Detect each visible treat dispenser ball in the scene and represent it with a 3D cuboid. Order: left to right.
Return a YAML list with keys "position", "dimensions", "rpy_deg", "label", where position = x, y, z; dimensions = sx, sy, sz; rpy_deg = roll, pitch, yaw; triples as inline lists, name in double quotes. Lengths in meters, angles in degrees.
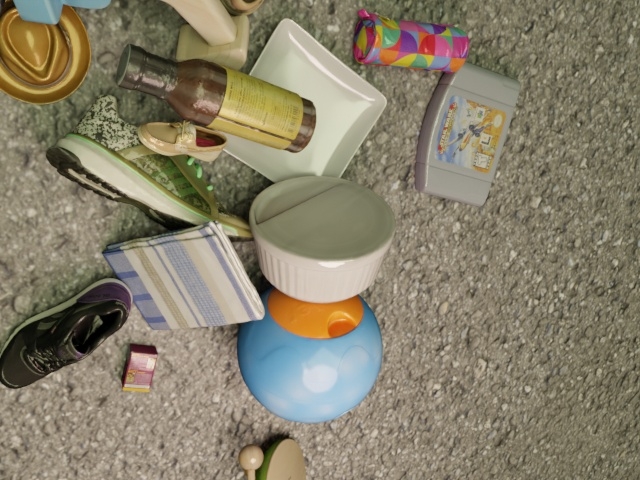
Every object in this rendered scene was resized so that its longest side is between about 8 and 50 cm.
- position: [-0.021, 0.213, 1.223]
  dimensions: [0.288, 0.288, 0.289]
  rpy_deg: [-6, 106, -21]
  label: "treat dispenser ball"

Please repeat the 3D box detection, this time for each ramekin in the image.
- position: [0.000, 0.000, 1.159]
  dimensions: [0.272, 0.273, 0.127]
  rpy_deg: [-11, 131, -19]
  label: "ramekin"

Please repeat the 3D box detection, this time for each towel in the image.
- position: [-0.252, 0.072, 1.131]
  dimensions: [0.209, 0.284, 0.034]
  rpy_deg: [65, 34, -23]
  label: "towel"

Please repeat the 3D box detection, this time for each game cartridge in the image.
- position: [0.319, -0.236, 1.375]
  dimensions: [0.198, 0.062, 0.298]
  rpy_deg: [10, 100, -28]
  label: "game cartridge"

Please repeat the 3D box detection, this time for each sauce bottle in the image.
- position: [-0.172, -0.247, 1.067]
  dimensions: [0.344, 0.111, 0.112]
  rpy_deg: [15, 98, -33]
  label: "sauce bottle"

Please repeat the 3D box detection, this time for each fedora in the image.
- position: [-0.471, -0.320, 1.011]
  dimensions: [0.194, 0.079, 0.195]
  rpy_deg: [-6, 107, -21]
  label: "fedora"

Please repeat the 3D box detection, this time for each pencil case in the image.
- position: [0.182, -0.399, 1.249]
  dimensions: [0.236, 0.104, 0.105]
  rpy_deg: [1, 104, -24]
  label: "pencil case"

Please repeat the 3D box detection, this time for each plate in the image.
- position: [-0.042, -0.243, 1.227]
  dimensions: [0.277, 0.045, 0.278]
  rpy_deg: [32, 91, -25]
  label: "plate"

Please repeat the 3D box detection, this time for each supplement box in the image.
- position: [-0.361, 0.254, 1.230]
  dimensions: [0.054, 0.043, 0.083]
  rpy_deg: [12, 100, -24]
  label: "supplement box"

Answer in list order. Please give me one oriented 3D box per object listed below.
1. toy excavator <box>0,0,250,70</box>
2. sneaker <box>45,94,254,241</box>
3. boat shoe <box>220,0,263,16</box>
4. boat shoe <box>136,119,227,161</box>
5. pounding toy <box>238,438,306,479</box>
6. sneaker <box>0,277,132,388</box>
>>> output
- position: [-0.325, -0.418, 0.916]
  dimensions: [0.444, 0.433, 0.223]
  rpy_deg: [7, 68, -6]
  label: "toy excavator"
- position: [-0.265, -0.125, 1.125]
  dimensions: [0.410, 0.158, 0.182]
  rpy_deg: [30, 74, -31]
  label: "sneaker"
- position: [-0.077, -0.561, 1.090]
  dimensions: [0.121, 0.110, 0.341]
  rpy_deg: [19, 96, -25]
  label: "boat shoe"
- position: [-0.236, -0.183, 1.078]
  dimensions: [0.170, 0.059, 0.063]
  rpy_deg: [2, 62, -50]
  label: "boat shoe"
- position: [-0.131, 0.530, 1.356]
  dimensions: [0.237, 0.110, 0.183]
  rpy_deg: [30, 57, -60]
  label: "pounding toy"
- position: [-0.470, 0.180, 1.111]
  dimensions: [0.283, 0.124, 0.107]
  rpy_deg: [-38, 115, -1]
  label: "sneaker"
